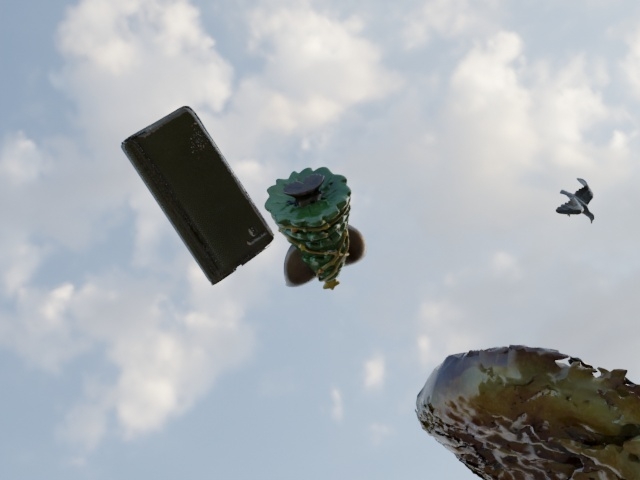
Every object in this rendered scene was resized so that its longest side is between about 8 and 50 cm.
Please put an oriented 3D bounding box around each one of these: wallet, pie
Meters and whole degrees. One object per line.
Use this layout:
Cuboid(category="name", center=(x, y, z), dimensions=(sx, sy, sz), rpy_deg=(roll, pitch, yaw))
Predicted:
Cuboid(category="wallet", center=(-0.143, -0.055, 1.521), dimensions=(0.110, 0.198, 0.031), rpy_deg=(-36, 5, -37))
Cuboid(category="pie", center=(0.211, 0.185, 1.077), dimensions=(0.085, 0.308, 0.308), rpy_deg=(-50, -34, -25))

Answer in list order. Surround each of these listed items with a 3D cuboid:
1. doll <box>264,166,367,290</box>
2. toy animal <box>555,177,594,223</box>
Cuboid(category="doll", center=(0.002, 0.001, 1.086), dimensions=(0.078, 0.076, 0.113), rpy_deg=(-22, -70, -10))
Cuboid(category="toy animal", center=(0.304, -0.040, 1.519), dimensions=(0.028, 0.084, 0.050), rpy_deg=(-18, -70, 39))
